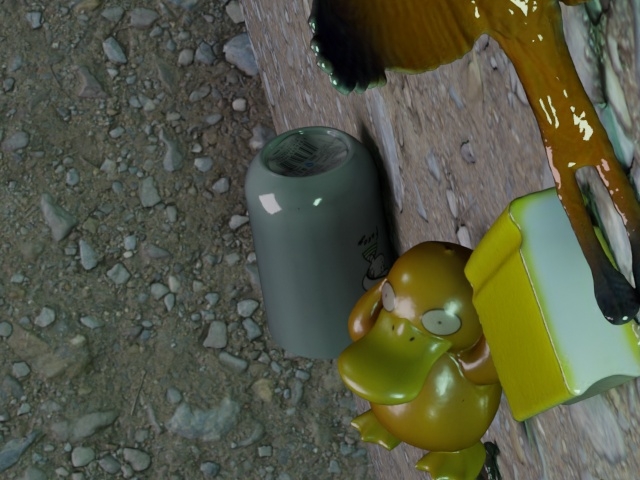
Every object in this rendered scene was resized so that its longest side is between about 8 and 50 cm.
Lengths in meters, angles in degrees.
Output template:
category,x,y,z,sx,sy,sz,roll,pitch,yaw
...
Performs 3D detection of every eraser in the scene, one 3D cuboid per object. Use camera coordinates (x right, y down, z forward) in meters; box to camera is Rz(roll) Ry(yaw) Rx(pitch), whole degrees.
category,x,y,z,sx,sy,sz,roll,pitch,yaw
eraser,0.184,0.057,1.056,0.226,0.069,0.158,105,150,-77

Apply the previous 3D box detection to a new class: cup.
category,x,y,z,sx,sy,sz,roll,pitch,yaw
cup,0.000,0.000,1.916,0.205,0.205,0.312,-114,11,-53

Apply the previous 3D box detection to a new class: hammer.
category,x,y,z,sx,sy,sz,roll,pitch,yaw
hammer,0.240,0.393,1.572,0.125,0.027,0.297,93,160,-69

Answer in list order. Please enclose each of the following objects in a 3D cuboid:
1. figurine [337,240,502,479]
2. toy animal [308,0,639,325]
category,x,y,z,sx,sy,sz,roll,pitch,yaw
figurine,0.118,0.123,1.360,0.228,0.215,0.215,64,-177,-48
toy animal,0.150,-0.144,0.858,0.284,0.225,0.302,53,-157,-41
